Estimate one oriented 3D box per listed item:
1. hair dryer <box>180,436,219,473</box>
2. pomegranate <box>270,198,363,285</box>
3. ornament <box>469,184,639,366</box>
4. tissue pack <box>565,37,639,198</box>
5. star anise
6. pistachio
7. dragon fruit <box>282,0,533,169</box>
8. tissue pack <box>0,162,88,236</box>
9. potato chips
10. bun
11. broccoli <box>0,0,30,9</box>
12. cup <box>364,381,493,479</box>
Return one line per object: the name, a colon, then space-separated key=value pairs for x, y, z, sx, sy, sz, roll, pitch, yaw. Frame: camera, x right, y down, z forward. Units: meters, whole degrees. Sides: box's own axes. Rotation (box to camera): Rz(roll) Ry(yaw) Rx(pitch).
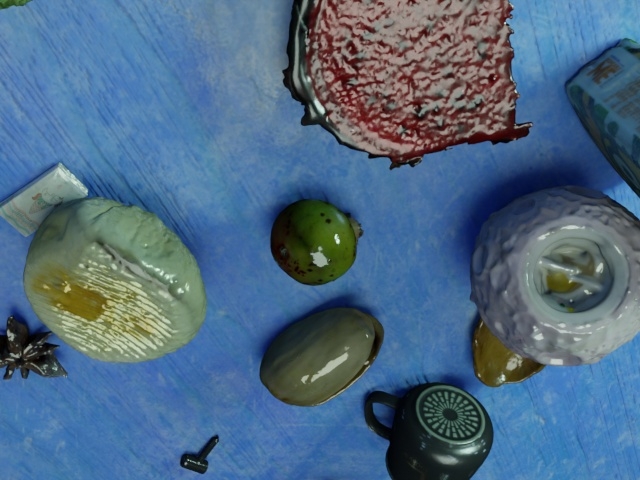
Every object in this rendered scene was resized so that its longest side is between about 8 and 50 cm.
hair dryer: x=-0.206 y=0.375 z=1.296 sx=0.047 sy=0.026 sz=0.083 roll=30 pitch=111 yaw=-29
pomegranate: x=-0.006 y=0.004 z=1.015 sx=0.130 sy=0.130 sz=0.130 roll=-6 pitch=126 yaw=-8
ornament: x=0.339 y=0.051 z=1.044 sx=0.260 sy=0.225 sz=0.259 roll=0 pitch=87 yaw=9
tissue pack: x=0.460 y=-0.096 z=0.920 sx=0.128 sy=0.310 sz=0.228 roll=-38 pitch=123 yaw=15
star anise: x=-0.428 y=0.171 z=1.084 sx=0.124 sy=0.056 sz=0.129 roll=-42 pitch=122 yaw=17
pistachio: x=0.001 y=0.180 z=1.149 sx=0.206 sy=0.131 sz=0.129 roll=-35 pitch=169 yaw=8
dragon fruit: x=0.086 y=-0.247 z=0.866 sx=0.282 sy=0.100 sz=0.343 roll=-15 pitch=124 yaw=1
tissue pack: x=-0.362 y=-0.052 z=0.959 sx=0.108 sy=0.023 sz=0.056 roll=-33 pitch=125 yaw=11
potato chips: x=0.327 y=0.162 z=1.238 sx=0.150 sy=0.049 sz=0.201 roll=-8 pitch=128 yaw=-2
bun: x=-0.258 y=0.047 z=0.977 sx=0.244 sy=0.153 sz=0.243 roll=6 pitch=132 yaw=7
broccoli: x=-0.393 y=-0.342 z=0.648 sx=0.302 sy=0.186 sz=0.254 roll=4 pitch=133 yaw=-22
cup: x=0.178 y=0.342 z=1.285 sx=0.223 sy=0.169 sz=0.176 roll=23 pitch=132 yaw=14
